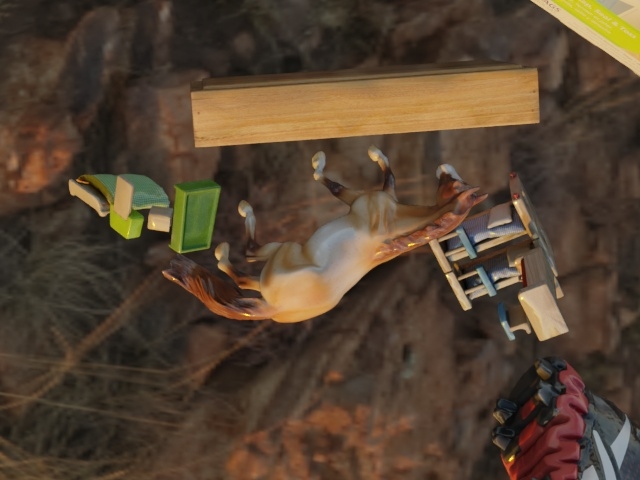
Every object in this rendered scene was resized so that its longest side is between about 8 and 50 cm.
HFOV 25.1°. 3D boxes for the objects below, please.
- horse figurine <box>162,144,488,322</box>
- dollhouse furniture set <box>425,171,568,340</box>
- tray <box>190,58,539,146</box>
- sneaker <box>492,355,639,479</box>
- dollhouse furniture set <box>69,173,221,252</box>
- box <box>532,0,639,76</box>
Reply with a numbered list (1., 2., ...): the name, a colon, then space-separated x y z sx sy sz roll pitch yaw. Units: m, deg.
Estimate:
1. horse figurine: 0.000 0.000 1.253 0.263 0.174 0.066 -32 131 -6
2. dollhouse furniture set: 0.209 0.031 1.742 0.129 0.129 0.183 60 17 -27
3. tray: 0.046 -0.175 1.785 0.411 0.203 0.076 -4 100 -5
4. sneaker: 0.196 0.213 1.077 0.135 0.097 0.276 29 39 -12
5. dollhouse furniture set: -0.150 -0.045 1.230 0.076 0.152 0.058 -9 119 -38
6. box: 0.212 -0.179 0.796 0.114 0.203 0.103 32 76 -14
